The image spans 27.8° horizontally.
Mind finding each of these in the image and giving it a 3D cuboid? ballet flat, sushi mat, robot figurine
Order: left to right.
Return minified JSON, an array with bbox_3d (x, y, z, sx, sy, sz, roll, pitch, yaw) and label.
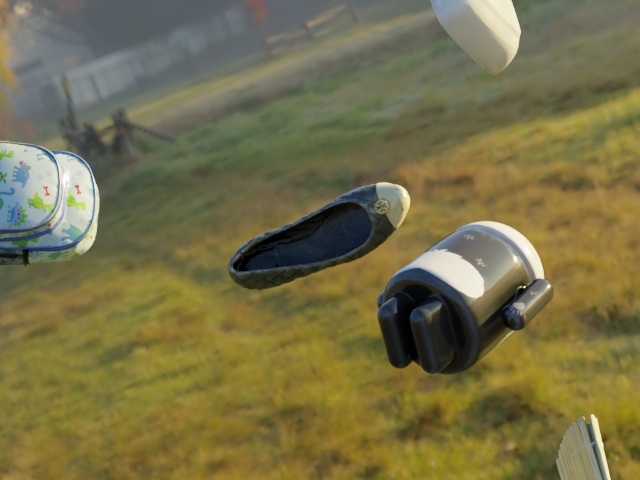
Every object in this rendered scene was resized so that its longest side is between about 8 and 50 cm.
[{"bbox_3d":[0.000,0.000,1.130,0.173,0.057,0.049,-26,-4,7],"label":"ballet flat"},{"bbox_3d":[0.201,0.085,1.845,0.278,0.209,0.174,-34,-24,-41],"label":"robot figurine"},{"bbox_3d":[0.236,0.301,0.999,0.019,0.317,0.151,-11,-21,0],"label":"sushi mat"}]

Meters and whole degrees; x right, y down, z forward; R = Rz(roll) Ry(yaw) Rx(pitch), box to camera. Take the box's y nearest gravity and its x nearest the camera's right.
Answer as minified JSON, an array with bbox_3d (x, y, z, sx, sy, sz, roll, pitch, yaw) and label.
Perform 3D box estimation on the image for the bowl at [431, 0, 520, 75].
[{"bbox_3d":[0.172,-0.272,1.448,0.053,0.142,0.142,-30,50,26],"label":"bowl"}]

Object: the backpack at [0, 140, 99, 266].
[{"bbox_3d":[-0.250,-0.032,1.113,0.114,0.105,0.084,1,-19,-8],"label":"backpack"}]
